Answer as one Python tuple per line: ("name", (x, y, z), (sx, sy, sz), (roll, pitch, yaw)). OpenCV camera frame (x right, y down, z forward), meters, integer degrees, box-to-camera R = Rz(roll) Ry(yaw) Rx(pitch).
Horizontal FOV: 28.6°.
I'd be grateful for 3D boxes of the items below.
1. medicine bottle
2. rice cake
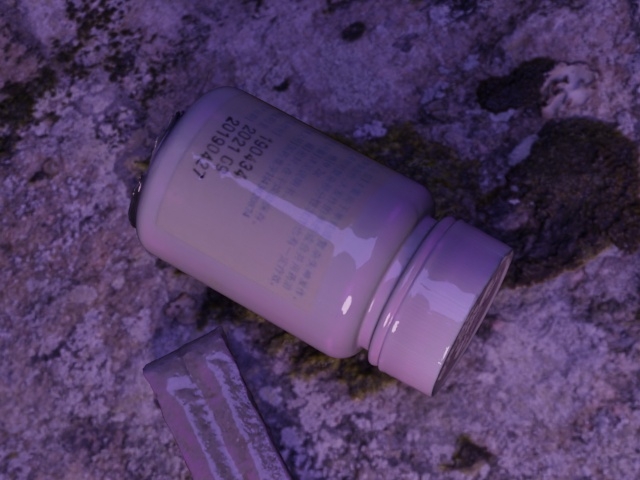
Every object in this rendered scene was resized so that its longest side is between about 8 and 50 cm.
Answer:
("medicine bottle", (0.000, 0.000, 1.367), (0.378, 0.213, 0.213), (30, 78, 13))
("rice cake", (-0.093, 0.244, 1.384), (0.106, 0.050, 0.298), (-27, 73, -3))
